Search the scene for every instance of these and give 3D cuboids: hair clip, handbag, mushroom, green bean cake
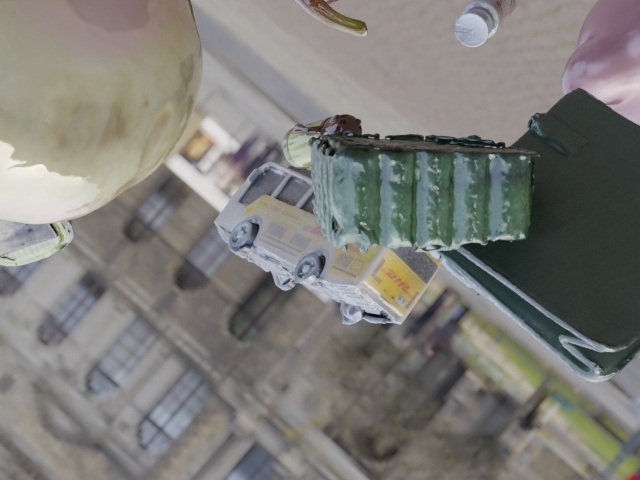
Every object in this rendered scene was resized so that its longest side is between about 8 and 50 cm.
[{"bbox_3d":[-0.417,-0.096,1.890,0.321,0.138,0.091,62,-172,-50],"label":"hair clip"},{"bbox_3d":[0.274,-0.016,1.588,0.260,0.247,0.079,40,160,24],"label":"handbag"},{"bbox_3d":[-0.298,-0.170,1.367,0.325,0.353,0.353,47,176,-34],"label":"mushroom"},{"bbox_3d":[0.097,-0.051,1.507,0.208,0.107,0.193,-2,-173,-6],"label":"green bean cake"}]

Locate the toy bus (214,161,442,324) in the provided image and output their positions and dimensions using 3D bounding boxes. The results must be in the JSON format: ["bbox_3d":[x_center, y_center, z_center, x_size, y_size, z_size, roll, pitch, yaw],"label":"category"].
[{"bbox_3d":[0.000,0.000,1.832,0.097,0.138,0.342,38,174,-33],"label":"toy bus"}]

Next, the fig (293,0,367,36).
[{"bbox_3d":[-0.012,-0.367,2.029,0.175,0.207,0.175,8,155,4],"label":"fig"}]

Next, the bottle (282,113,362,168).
[{"bbox_3d":[0.007,-0.110,1.656,0.101,0.063,0.047,-17,91,50],"label":"bottle"}]

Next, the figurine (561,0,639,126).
[{"bbox_3d":[0.451,-0.239,1.972,0.270,0.261,0.211,48,-146,-37],"label":"figurine"}]

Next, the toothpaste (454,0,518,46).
[{"bbox_3d":[0.258,-0.350,2.294,0.057,0.089,0.234,13,-149,18],"label":"toothpaste"}]
